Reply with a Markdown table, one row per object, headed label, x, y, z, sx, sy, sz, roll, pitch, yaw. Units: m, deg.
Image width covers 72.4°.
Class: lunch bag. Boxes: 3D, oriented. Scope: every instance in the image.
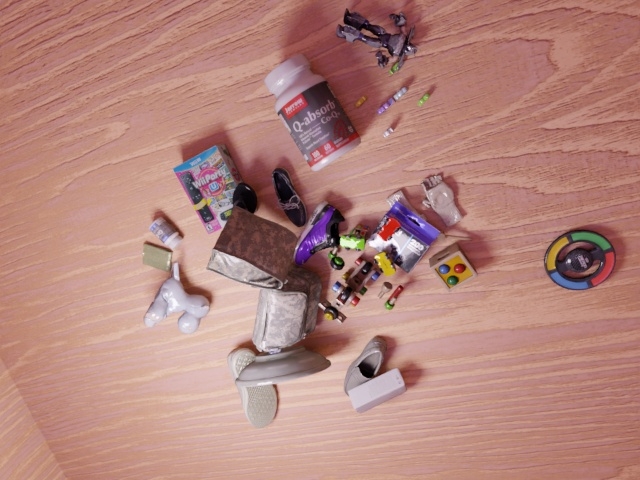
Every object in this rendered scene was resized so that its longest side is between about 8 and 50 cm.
| label | x | y | z | sx | sy | sz | roll | pitch | yaw |
| --- | --- | --- | --- | --- | --- | --- | --- | --- | --- |
| lunch bag | -0.152 | 0.274 | 1.758 | 0.212 | 0.256 | 0.305 | 23 | 114 | 31 |
| lunch bag | -0.238 | 0.042 | 1.620 | 0.287 | 0.235 | 0.169 | 23 | 138 | -8 |

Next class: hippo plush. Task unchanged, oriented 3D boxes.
| label | x | y | z | sx | sy | sz | roll | pitch | yaw |
| --- | --- | --- | --- | --- | --- | --- | --- | --- | --- |
| hippo plush | -0.622 | 0.287 | 1.963 | 0.236 | 0.234 | 0.294 | 30 | 72 | -16 |

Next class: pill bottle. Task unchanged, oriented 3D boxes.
| label | x | y | z | sx | sy | sz | roll | pitch | yaw |
| --- | --- | --- | --- | --- | --- | --- | --- | --- | --- |
| pill bottle | -0.672 | -0.030 | 1.910 | 0.137 | 0.078 | 0.078 | 44 | 112 | -2 |
| pill bottle | -0.031 | -0.447 | 1.547 | 0.210 | 0.210 | 0.363 | -30 | 98 | 20 |

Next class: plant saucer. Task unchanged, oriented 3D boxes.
| label | x | y | z | sx | sy | sz | roll | pitch | yaw |
| --- | --- | --- | --- | --- | --- | --- | --- | --- | --- |
| plant saucer | -0.159 | 0.507 | 1.811 | 0.400 | 0.400 | 0.100 | -14 | 81 | 18 |

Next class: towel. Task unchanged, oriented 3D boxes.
| label | x | y | z | sx | sy | sz | roll | pitch | yaw |
| --- | --- | --- | --- | --- | --- | --- | --- | --- | --- |
| towel | -0.743 | 0.077 | 1.989 | 0.148 | 0.027 | 0.110 | 15 | 110 | 9 |

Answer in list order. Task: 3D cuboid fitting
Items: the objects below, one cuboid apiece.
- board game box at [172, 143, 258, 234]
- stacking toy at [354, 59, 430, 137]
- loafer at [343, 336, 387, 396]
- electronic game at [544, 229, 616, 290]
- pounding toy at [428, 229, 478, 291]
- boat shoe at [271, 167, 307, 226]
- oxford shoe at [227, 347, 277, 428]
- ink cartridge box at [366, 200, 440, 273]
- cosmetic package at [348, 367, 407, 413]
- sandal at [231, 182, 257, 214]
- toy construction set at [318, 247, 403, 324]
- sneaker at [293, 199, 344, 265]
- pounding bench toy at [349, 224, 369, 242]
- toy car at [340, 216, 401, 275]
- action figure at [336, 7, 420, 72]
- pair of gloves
| label | x | y | z | sx | sy | sz | roll | pitch | yaw |
| --- | --- | --- | --- | --- | --- | --- | --- | --- | --- |
| board game box | -0.426 | -0.207 | 1.784 | 0.224 | 0.097 | 0.303 | -23 | 100 | 18 |
| stacking toy | 0.254 | -0.496 | 1.547 | 0.221 | 0.052 | 0.167 | -40 | 95 | 21 |
| loafer | 0.183 | 0.556 | 1.868 | 0.112 | 0.111 | 0.319 | 25 | 112 | 3 |
| electronic game | 0.927 | 0.072 | 1.565 | 0.229 | 0.048 | 0.229 | 4 | 108 | 13 |
| pounding toy | 0.495 | 0.060 | 1.630 | 0.181 | 0.094 | 0.206 | -35 | 104 | 21 |
| boat shoe | -0.125 | -0.166 | 1.731 | 0.095 | 0.079 | 0.254 | -14 | 104 | 17 |
| oxford shoe | -0.318 | 0.675 | 2.031 | 0.130 | 0.169 | 0.449 | 18 | 129 | 55 |
| ink cartridge box | 0.310 | -0.010 | 1.658 | 0.206 | 0.045 | 0.208 | 37 | 122 | 12 |
| cosmetic package | 0.241 | 0.632 | 1.834 | 0.231 | 0.085 | 0.117 | -24 | 144 | 1 |
| sandal | -0.309 | -0.101 | 1.709 | 0.097 | 0.054 | 0.254 | 16 | 115 | 4 |
| toy construction set | 0.140 | 0.225 | 1.745 | 0.309 | 0.257 | 0.237 | 20 | 129 | -9 |
| sneaker | 0.000 | 0.000 | 1.726 | 0.146 | 0.102 | 0.293 | 35 | 113 | 15 |
| pounding bench toy | 0.146 | -0.031 | 1.722 | 0.083 | 0.052 | 0.065 | 13 | 110 | 10 |
| toy car | 0.188 | 0.009 | 1.661 | 0.225 | 0.053 | 0.239 | 8 | 114 | 17 |
| action figure | 0.201 | -0.679 | 1.468 | 0.285 | 0.099 | 0.185 | 21 | 86 | 3 |
| pair of gloves | 0.390 | -0.119 | 1.639 | 0.240 | 0.042 | 0.204 | -23 | 101 | 19 |
